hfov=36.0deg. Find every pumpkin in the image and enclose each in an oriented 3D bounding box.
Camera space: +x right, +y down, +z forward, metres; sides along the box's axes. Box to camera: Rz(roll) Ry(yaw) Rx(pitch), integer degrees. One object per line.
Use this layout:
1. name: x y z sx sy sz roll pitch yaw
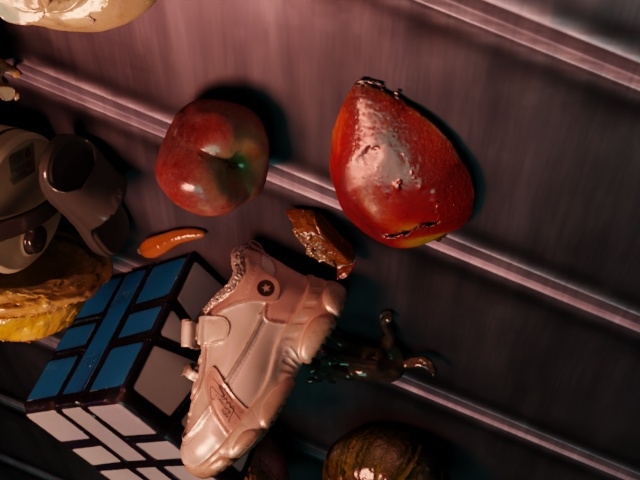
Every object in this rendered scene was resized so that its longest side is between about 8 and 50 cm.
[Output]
1. pumpkin: 0.122 0.431 1.771 0.237 0.159 0.238 14 134 14

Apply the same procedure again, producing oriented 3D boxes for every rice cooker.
1. rice cooker: -0.499 -0.070 1.435 0.244 0.226 0.226 16 143 16

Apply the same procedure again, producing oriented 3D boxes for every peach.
1. peach: -0.148 -0.108 1.270 0.152 0.152 0.152 15 143 12
2. peach: 0.091 -0.076 1.235 0.189 0.068 0.279 -4 135 29

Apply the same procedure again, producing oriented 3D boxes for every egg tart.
1. egg tart: -0.464 0.068 1.539 0.288 0.288 0.119 11 114 16

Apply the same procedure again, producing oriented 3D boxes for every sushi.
1. sushi: 0.000 0.000 1.393 0.055 0.052 0.120 -30 122 30

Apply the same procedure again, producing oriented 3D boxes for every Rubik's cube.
1. Rubik's cube: -0.260 0.233 1.628 0.283 0.289 0.293 -18 130 41

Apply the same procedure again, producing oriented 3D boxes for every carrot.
1. carrot: -0.237 0.002 1.538 0.142 0.035 0.035 -17 128 36

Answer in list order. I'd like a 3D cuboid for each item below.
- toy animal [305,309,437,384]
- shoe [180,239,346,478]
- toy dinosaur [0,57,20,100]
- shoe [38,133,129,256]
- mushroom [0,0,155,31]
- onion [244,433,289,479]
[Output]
1. toy animal: 0.065 0.184 1.578 0.232 0.085 0.148 -9 150 28
2. shoe: -0.123 0.174 1.465 0.198 0.351 0.172 34 166 4
3. toy dinosaur: -0.462 -0.239 1.279 0.142 0.057 0.212 25 175 36
4. shoe: -0.319 -0.064 1.443 0.093 0.108 0.241 6 147 20
5. mushroom: -0.276 -0.315 1.027 0.246 0.202 0.246 6 141 5
6. onion: -0.202 0.478 1.869 0.353 0.354 0.354 15 143 12
